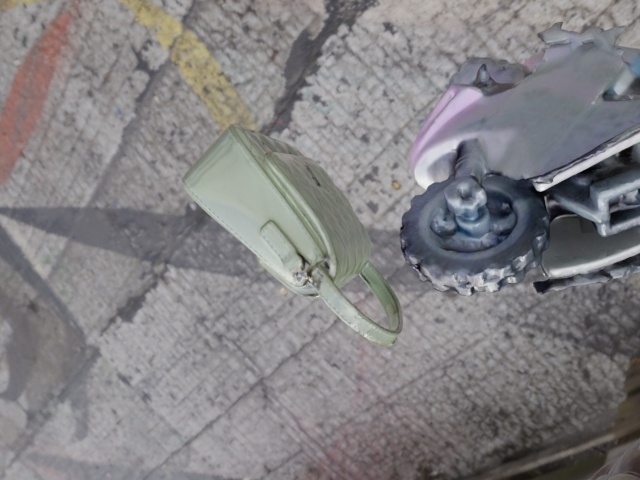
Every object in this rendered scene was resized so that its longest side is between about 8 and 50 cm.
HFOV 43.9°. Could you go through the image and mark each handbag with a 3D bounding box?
[{"bbox_3d":[0.000,0.000,0.713,0.079,0.256,0.219,-44,85,9],"label":"handbag"}]

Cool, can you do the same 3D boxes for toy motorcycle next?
[{"bbox_3d":[0.145,-0.072,0.452,0.239,0.204,0.108,-8,125,-8],"label":"toy motorcycle"}]

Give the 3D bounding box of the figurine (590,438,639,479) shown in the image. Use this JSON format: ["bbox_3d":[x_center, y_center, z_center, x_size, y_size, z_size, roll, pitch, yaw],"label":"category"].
[{"bbox_3d":[0.299,0.159,0.531,0.248,0.380,0.203,8,127,25],"label":"figurine"}]
